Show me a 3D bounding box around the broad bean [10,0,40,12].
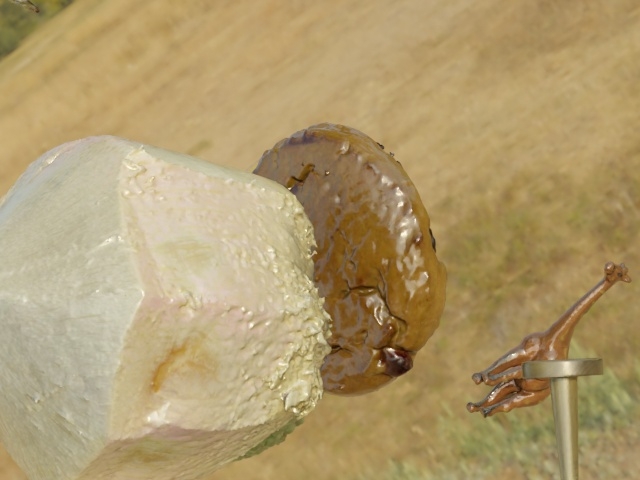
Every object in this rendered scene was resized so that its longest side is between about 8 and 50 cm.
[{"bbox_3d":[-0.338,-0.341,1.144,0.067,0.325,0.075,21,46,29],"label":"broad bean"}]

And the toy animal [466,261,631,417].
[{"bbox_3d":[0.301,0.135,1.676,0.230,0.224,0.066,-23,51,-19],"label":"toy animal"}]

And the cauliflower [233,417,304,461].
[{"bbox_3d":[-0.148,0.166,1.722,0.260,0.281,0.327,-34,-19,27],"label":"cauliflower"}]

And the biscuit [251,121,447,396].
[{"bbox_3d":[0.006,0.021,1.334,0.075,0.296,0.296,-6,-7,-43],"label":"biscuit"}]

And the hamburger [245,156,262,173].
[{"bbox_3d":[0.000,-0.001,1.631,0.246,0.246,0.170,-25,43,32],"label":"hamburger"}]

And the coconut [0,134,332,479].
[{"bbox_3d":[-0.163,0.062,1.092,0.309,0.297,0.297,7,-20,-45],"label":"coconut"}]

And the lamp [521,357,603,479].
[{"bbox_3d":[0.214,0.212,1.114,0.121,0.214,0.121,-3,-6,0],"label":"lamp"}]
